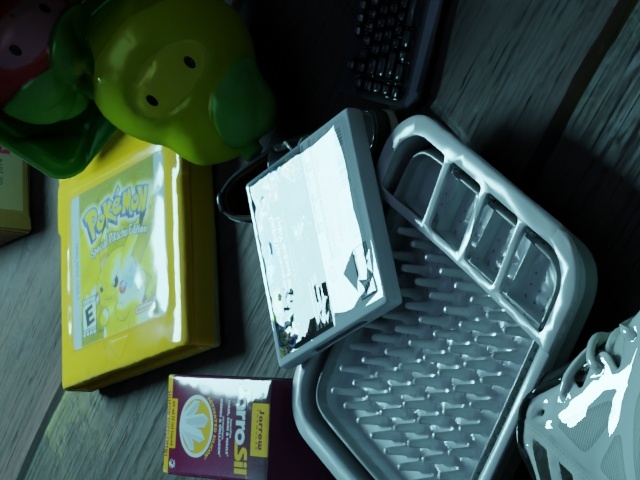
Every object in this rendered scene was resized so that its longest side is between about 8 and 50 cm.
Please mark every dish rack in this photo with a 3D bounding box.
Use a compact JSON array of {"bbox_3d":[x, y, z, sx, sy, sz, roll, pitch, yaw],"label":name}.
[{"bbox_3d":[0.110,0.088,1.523,0.285,0.072,0.333,45,120,46],"label":"dish rack"}]

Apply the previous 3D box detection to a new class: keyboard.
[{"bbox_3d":[0.062,-0.294,1.680,0.201,0.033,0.317,21,101,53],"label":"keyboard"}]

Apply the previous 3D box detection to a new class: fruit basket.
[{"bbox_3d":[-0.210,-0.226,1.799,0.392,0.283,0.392,-22,52,31],"label":"fruit basket"}]

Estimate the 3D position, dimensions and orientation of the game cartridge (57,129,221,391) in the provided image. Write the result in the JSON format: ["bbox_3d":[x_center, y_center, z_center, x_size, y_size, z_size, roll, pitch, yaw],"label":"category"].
[{"bbox_3d":[-0.215,-0.010,1.994,0.285,0.052,0.324,-23,67,50],"label":"game cartridge"}]

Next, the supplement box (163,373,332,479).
[{"bbox_3d":[-0.072,0.187,1.746,0.188,0.080,0.104,-4,81,53],"label":"supplement box"}]

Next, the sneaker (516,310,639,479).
[{"bbox_3d":[0.244,0.057,1.264,0.257,0.169,0.448,7,93,52],"label":"sneaker"}]

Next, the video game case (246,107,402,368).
[{"bbox_3d":[0.000,0.000,1.610,0.173,0.022,0.190,-34,60,47],"label":"video game case"}]

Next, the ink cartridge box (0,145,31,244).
[{"bbox_3d":[-0.464,-0.105,2.314,0.193,0.088,0.235,-21,67,51],"label":"ink cartridge box"}]

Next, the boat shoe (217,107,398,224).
[{"bbox_3d":[-0.011,-0.067,1.706,0.233,0.079,0.084,-26,63,47],"label":"boat shoe"}]
